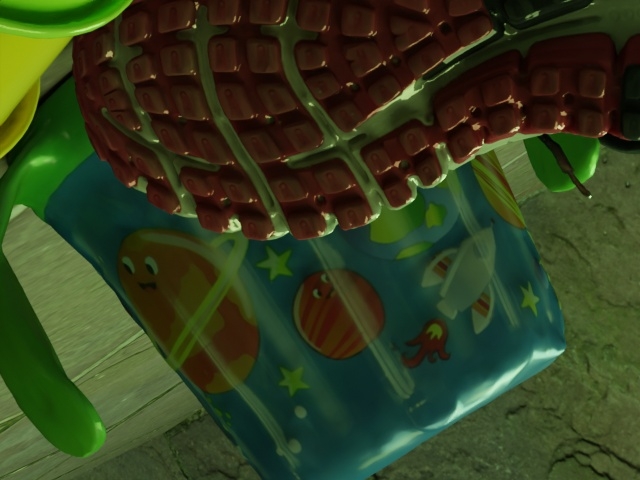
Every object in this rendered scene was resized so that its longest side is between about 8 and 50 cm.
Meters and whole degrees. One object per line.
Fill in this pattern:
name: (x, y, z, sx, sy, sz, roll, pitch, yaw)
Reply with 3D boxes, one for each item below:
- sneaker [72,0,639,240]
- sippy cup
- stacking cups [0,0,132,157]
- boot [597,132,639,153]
sneaker: (0.047, -0.077, 0.690, 0.299, 0.121, 0.112, -6, -162, 8)
sippy cup: (0.000, 0.000, 0.845, 0.305, 0.224, 0.240, -32, 174, 4)
stacking cups: (-0.032, -0.134, 0.342, 0.096, 0.096, 0.316, -24, 166, -47)
boot: (0.297, -0.176, 0.971, 0.338, 0.118, 0.223, -40, -165, 48)
